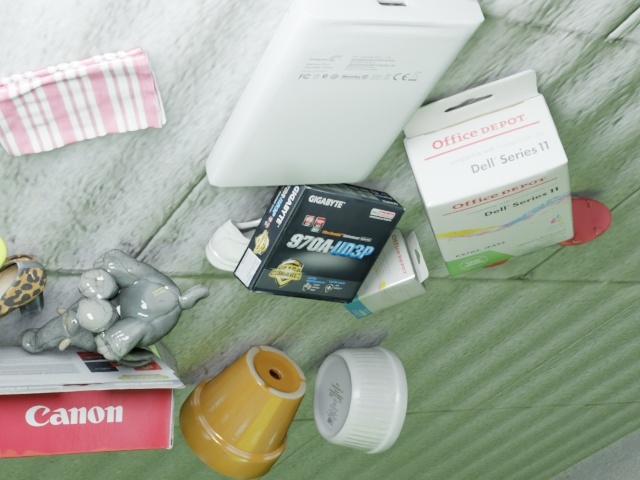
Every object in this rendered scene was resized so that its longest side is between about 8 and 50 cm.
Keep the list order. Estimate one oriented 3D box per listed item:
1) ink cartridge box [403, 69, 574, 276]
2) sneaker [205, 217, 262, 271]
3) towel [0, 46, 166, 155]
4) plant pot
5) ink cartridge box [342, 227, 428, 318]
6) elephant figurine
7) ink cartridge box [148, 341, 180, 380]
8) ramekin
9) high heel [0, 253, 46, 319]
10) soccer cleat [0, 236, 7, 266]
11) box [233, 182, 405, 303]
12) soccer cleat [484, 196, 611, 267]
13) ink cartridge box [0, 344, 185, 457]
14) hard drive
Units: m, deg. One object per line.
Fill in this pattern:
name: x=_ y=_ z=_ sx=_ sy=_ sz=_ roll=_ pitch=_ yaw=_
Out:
ink cartridge box: x=0.242 y=-0.086 z=1.794 sx=0.207 sy=0.119 sz=0.353 roll=-19 pitch=155 yaw=6
sneaker: x=-0.058 y=0.004 z=1.864 sx=0.212 sy=0.080 sz=0.094 roll=2 pitch=138 yaw=-31
towel: x=-0.283 y=-0.154 z=1.446 sx=0.197 sy=0.029 sz=0.144 roll=-14 pitch=154 yaw=-4
plant pot: x=-0.126 y=0.300 z=2.310 sx=0.205 sy=0.205 sz=0.188 roll=8 pitch=131 yaw=-41
ink cartridge box: x=0.101 y=0.052 z=2.027 sx=0.143 sy=0.092 sz=0.090 roll=-20 pitch=155 yaw=11
elephant figurine: x=-0.314 y=0.116 z=1.878 sx=0.186 sy=0.169 sz=0.239 roll=38 pitch=149 yaw=-6
ink cartridge box: x=-0.356 y=0.217 z=2.147 sx=0.181 sy=0.056 sz=0.224 roll=-19 pitch=156 yaw=3
ramekin: x=0.069 y=0.301 z=2.404 sx=0.109 sy=0.207 sz=0.207 roll=9 pitch=146 yaw=-27
high heel: x=-0.505 y=0.100 z=1.748 sx=0.261 sy=0.093 sz=0.186 roll=-26 pitch=165 yaw=-19
soccer cleat: x=-0.547 y=0.048 z=1.672 sx=0.289 sy=0.093 sz=0.121 roll=-23 pitch=-175 yaw=4
box: x=0.000 y=0.000 z=1.813 sx=0.220 sy=0.051 sz=0.175 roll=11 pitch=115 yaw=-47
soccer cleat: x=0.354 y=-0.014 z=2.080 sx=0.248 sy=0.083 sz=0.095 roll=-17 pitch=180 yaw=-5
ink cartridge box: x=-0.388 y=0.248 z=1.916 sx=0.309 sy=0.130 sz=0.272 roll=0 pitch=-171 yaw=-23
hard drive: x=0.019 y=-0.179 z=1.556 sx=0.233 sy=0.047 sz=0.353 roll=-3 pitch=152 yaw=-26
